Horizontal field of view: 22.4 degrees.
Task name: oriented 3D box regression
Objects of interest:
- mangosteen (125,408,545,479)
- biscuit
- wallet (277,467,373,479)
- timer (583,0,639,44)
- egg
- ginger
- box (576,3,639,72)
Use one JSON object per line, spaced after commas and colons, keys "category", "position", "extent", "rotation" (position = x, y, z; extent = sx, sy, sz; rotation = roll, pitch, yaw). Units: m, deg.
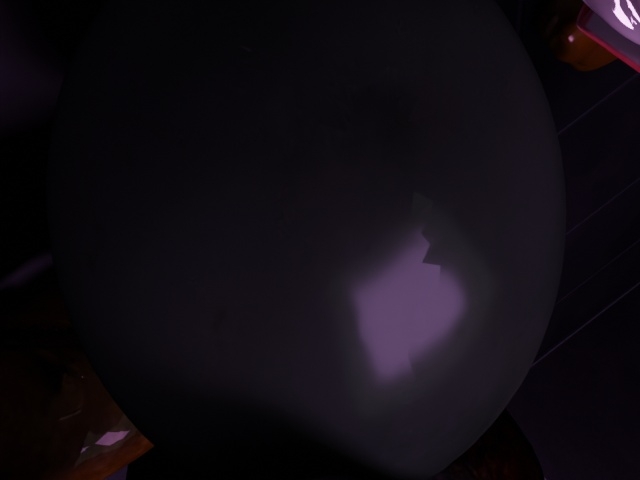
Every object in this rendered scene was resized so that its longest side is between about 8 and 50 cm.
{"category": "mangosteen", "position": [0.009, 0.219, 1.182], "extent": [0.330, 0.330, 0.330], "rotation": [-36, 167, -10]}
{"category": "biscuit", "position": [0.219, -0.168, 1.043], "extent": [0.170, 0.050, 0.170], "rotation": [-36, 167, -9]}
{"category": "wallet", "position": [-0.128, 0.153, 0.684], "extent": [0.378, 0.051, 0.197], "rotation": [-12, 161, 22]}
{"category": "timer", "position": [0.185, -0.196, 0.594], "extent": [0.262, 0.087, 0.237], "rotation": [-39, 138, 2]}
{"category": "egg", "position": [-0.005, -0.006, 0.642], "extent": [0.203, 0.203, 0.282], "rotation": [-32, 144, -24]}
{"category": "ginger", "position": [-0.095, 0.042, 0.795], "extent": [0.309, 0.107, 0.133], "rotation": [-33, 157, -27]}
{"category": "box", "position": [0.384, -0.153, 0.873], "extent": [0.300, 0.314, 0.312], "rotation": [-59, 159, 21]}
